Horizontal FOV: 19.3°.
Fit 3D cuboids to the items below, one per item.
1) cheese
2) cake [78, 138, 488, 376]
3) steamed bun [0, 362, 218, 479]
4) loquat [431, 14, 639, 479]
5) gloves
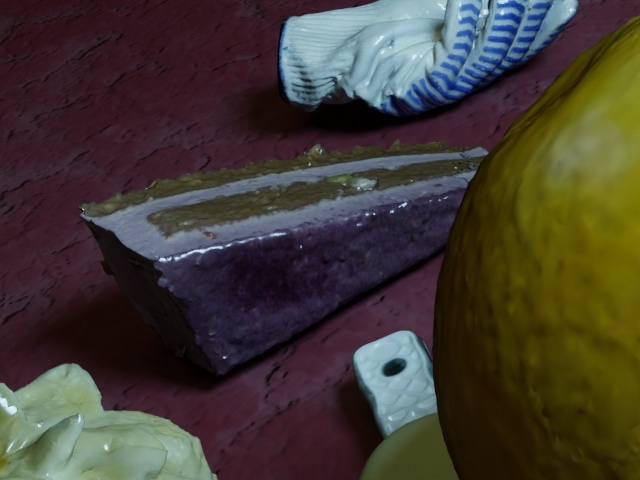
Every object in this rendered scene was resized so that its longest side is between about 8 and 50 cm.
[{"bbox_3d":[0.058,0.117,1.004,0.127,0.049,0.235,-24,29,-1],"label":"cheese"},{"bbox_3d":[0.000,0.000,1.217,0.295,0.112,0.116,-19,29,-24],"label":"cake"},{"bbox_3d":[-0.185,0.172,0.978,0.295,0.137,0.292,-25,33,-13],"label":"steamed bun"},{"bbox_3d":[0.207,0.041,0.779,0.328,0.328,0.328,-15,30,9],"label":"loquat"},{"bbox_3d":[0.077,-0.146,1.380,0.229,0.097,0.119,-14,35,19],"label":"gloves"}]
